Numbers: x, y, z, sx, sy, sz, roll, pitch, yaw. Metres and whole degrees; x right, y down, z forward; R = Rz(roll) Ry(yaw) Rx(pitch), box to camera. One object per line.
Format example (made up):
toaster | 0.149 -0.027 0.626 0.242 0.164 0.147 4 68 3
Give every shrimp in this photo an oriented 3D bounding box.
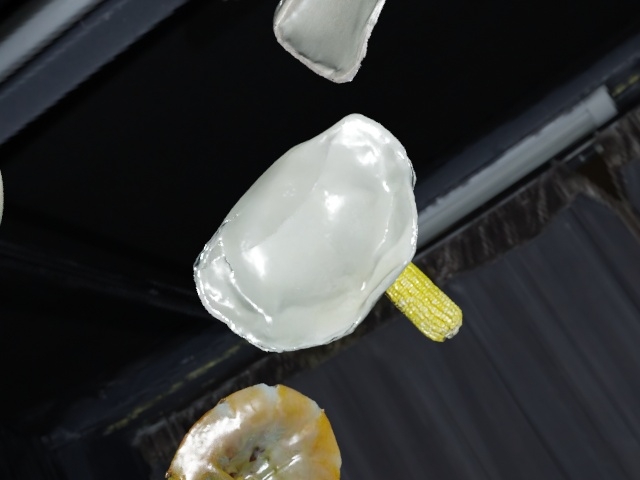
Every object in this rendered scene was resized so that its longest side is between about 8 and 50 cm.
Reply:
shrimp | -0.079 0.238 0.741 0.063 0.152 0.287 -10 39 49

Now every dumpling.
dumpling | 0.003 -0.002 1.359 0.341 0.260 0.181 -36 -23 -25

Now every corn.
corn | 0.141 0.078 1.508 0.072 0.203 0.072 -41 -16 -15

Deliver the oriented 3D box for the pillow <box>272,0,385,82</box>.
pillow | 0.033 -0.287 1.026 0.131 0.038 0.232 35 -104 -39

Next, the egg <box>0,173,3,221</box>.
egg | -0.378 -0.039 0.790 0.201 0.201 0.244 -38 -17 19
